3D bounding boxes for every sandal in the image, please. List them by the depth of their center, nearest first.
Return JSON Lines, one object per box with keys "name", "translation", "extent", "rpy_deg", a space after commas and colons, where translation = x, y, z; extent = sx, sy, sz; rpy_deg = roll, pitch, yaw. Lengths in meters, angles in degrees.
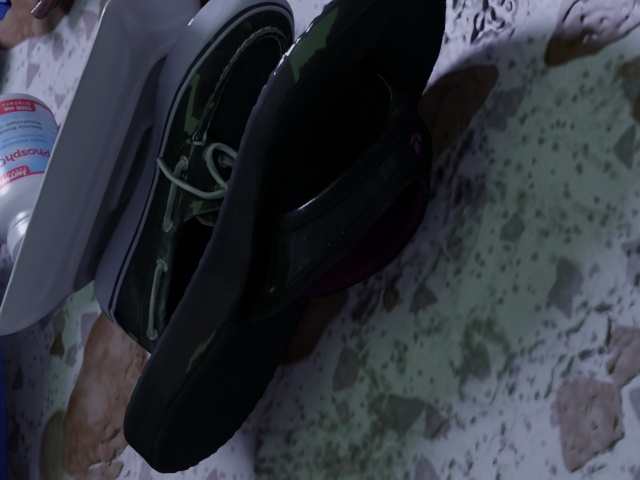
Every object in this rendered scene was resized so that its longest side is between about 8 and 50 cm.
{"name": "sandal", "translation": [0.001, 0.001, 1.416], "extent": [0.107, 0.167, 0.446], "rpy_deg": [39, 122, 23]}

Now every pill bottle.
{"name": "pill bottle", "translation": [-0.264, -0.050, 1.799], "extent": [0.087, 0.087, 0.160], "rpy_deg": [-52, 45, 31]}

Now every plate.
{"name": "plate", "translation": [-0.164, -0.070, 1.604], "extent": [0.277, 0.045, 0.278], "rpy_deg": [-55, -13, -76]}

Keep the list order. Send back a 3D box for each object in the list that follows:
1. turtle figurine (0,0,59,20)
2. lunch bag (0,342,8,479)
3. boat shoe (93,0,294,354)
{"name": "turtle figurine", "translation": [-0.284, -0.357, 1.815], "extent": [0.266, 0.198, 0.274], "rpy_deg": [-21, 69, 49]}
{"name": "lunch bag", "translation": [-0.464, 0.129, 1.847], "extent": [0.385, 0.239, 0.328], "rpy_deg": [-8, 86, 27]}
{"name": "boat shoe", "translation": [-0.083, -0.046, 1.542], "extent": [0.105, 0.113, 0.306], "rpy_deg": [42, 112, 41]}
